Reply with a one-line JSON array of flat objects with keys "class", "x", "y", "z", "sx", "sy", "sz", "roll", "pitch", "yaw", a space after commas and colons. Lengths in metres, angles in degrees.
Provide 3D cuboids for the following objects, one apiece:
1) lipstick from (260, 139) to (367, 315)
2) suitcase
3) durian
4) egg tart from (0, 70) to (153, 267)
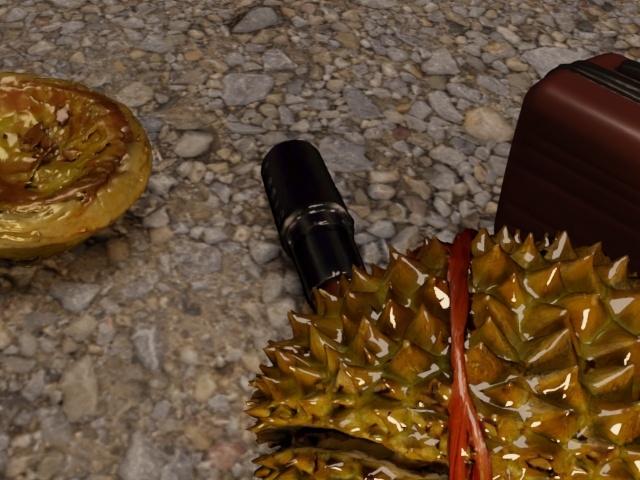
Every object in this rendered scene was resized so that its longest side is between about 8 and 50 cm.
[{"class": "lipstick", "x": 0.000, "y": 0.000, "z": 1.055, "sx": 0.081, "sy": 0.081, "sz": 0.300, "roll": -6, "pitch": 38, "yaw": -14}, {"class": "suitcase", "x": 0.331, "y": -0.035, "z": 1.011, "sx": 0.161, "sy": 0.236, "sz": 0.297, "roll": -27, "pitch": 49, "yaw": -35}, {"class": "durian", "x": 0.132, "y": 0.159, "z": 0.698, "sx": 0.384, "sy": 0.347, "sz": 0.347, "roll": 33, "pitch": 35, "yaw": -16}, {"class": "egg tart", "x": -0.321, "y": -0.064, "z": 1.074, "sx": 0.290, "sy": 0.115, "sz": 0.290, "roll": 2, "pitch": 40, "yaw": -1}]
